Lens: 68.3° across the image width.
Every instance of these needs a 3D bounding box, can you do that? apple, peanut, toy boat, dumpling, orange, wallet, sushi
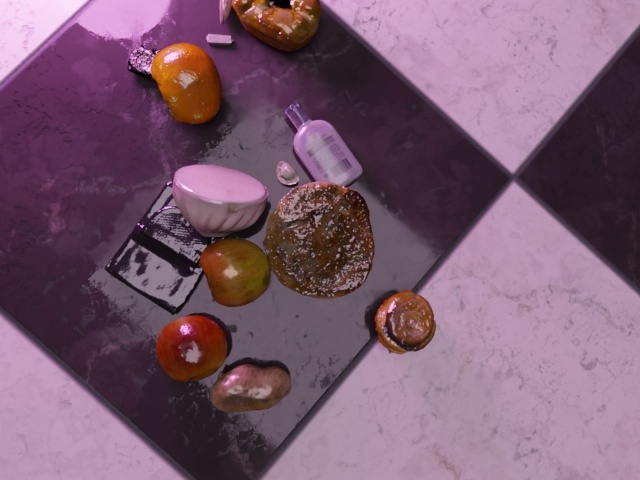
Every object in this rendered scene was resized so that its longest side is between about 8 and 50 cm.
[{"bbox_3d":[-0.235,0.086,1.318,0.196,0.196,0.196,0,85,-5],"label":"apple"},{"bbox_3d":[-0.359,0.298,1.316,0.195,0.160,0.173,-18,65,-13],"label":"apple"},{"bbox_3d":[-0.195,0.413,1.326,0.224,0.129,0.129,1,85,-13],"label":"peanut"},{"bbox_3d":[-0.290,-0.761,1.436,0.066,0.084,0.210,5,89,-18],"label":"toy boat"},{"bbox_3d":[-0.104,-0.200,1.428,0.077,0.043,0.059,41,100,-16],"label":"dumpling"},{"bbox_3d":[-0.381,-0.461,1.358,0.179,0.158,0.237,-15,82,-29],"label":"orange"},{"bbox_3d":[-0.434,0.018,1.378,0.247,0.041,0.323,33,82,0],"label":"wallet"},{"bbox_3d":[-0.523,-0.535,1.412,0.083,0.056,0.084,15,85,4],"label":"sushi"}]

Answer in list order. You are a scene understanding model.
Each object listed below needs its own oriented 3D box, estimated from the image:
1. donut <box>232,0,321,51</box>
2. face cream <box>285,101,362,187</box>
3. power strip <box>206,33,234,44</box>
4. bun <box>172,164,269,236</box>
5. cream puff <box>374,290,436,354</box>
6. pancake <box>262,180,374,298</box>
[{"bbox_3d":[-0.124,-0.697,1.424,0.261,0.128,0.208,35,82,-2],"label":"donut"},{"bbox_3d":[-0.005,-0.284,1.427,0.144,0.071,0.291,-36,90,-4],"label":"face cream"},{"bbox_3d":[-0.309,-0.619,1.455,0.083,0.017,0.027,3,86,-5],"label":"power strip"},{"bbox_3d":[-0.289,-0.090,1.325,0.263,0.263,0.175,16,115,-4],"label":"bun"},{"bbox_3d":[0.243,0.244,1.378,0.189,0.129,0.189,2,78,-12],"label":"cream puff"},{"bbox_3d":[0.000,0.000,1.387,0.356,0.065,0.356,-2,99,-12],"label":"pancake"}]
